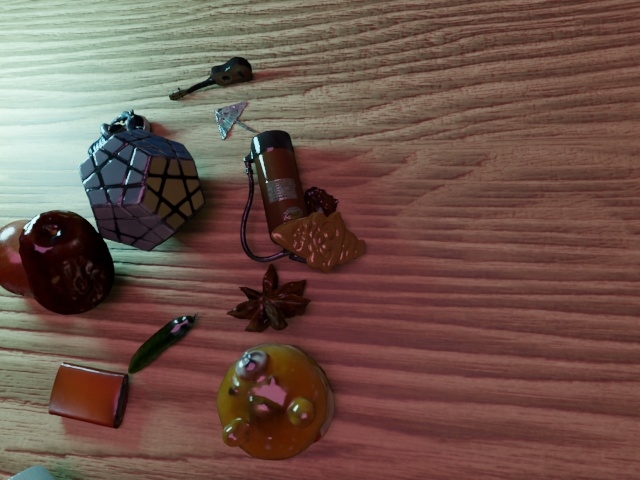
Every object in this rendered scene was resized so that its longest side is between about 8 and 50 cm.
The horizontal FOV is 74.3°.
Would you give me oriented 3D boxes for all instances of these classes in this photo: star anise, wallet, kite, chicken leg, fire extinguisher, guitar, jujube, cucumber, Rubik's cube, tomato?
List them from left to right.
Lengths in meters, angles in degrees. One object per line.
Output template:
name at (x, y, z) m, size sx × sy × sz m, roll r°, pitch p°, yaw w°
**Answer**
tomato at (-0.873, 0.045, 1.192) m, size 0.199 × 0.112 × 0.228 m, roll -50°, pitch 56°, yaw 12°
jujube at (-0.644, 0.057, 1.077) m, size 0.223 × 0.318 × 0.222 m, roll 8°, pitch 57°, yaw -13°
wallet at (-0.620, 0.415, 1.137) m, size 0.205 × 0.045 × 0.142 m, roll 6°, pitch 82°, yaw 11°
Rubik's cube at (-0.459, -0.132, 1.106) m, size 0.319 × 0.319 × 0.263 m, roll 30°, pitch 112°, yaw 14°
cucumber at (-0.422, 0.266, 1.131) m, size 0.250 × 0.056 × 0.056 m, roll -38°, pitch 75°, yaw 2°
guitar at (-0.333, -0.474, 1.259) m, size 0.272 × 0.084 × 0.038 m, roll -14°, pitch 73°, yaw 13°
kite at (-0.255, -0.355, 1.249) m, size 0.157 × 0.011 × 0.139 m, roll 31°, pitch 87°, yaw 14°
star anise at (-0.121, 0.160, 1.072) m, size 0.213 × 0.111 × 0.196 m, roll 1°, pitch 56°, yaw 40°
fire extinguisher at (-0.121, -0.091, 1.131) m, size 0.200 × 0.113 × 0.375 m, roll -23°, pitch 74°, yaw 29°
chicken leg at (0.022, -0.056, 1.125) m, size 0.093 × 0.053 × 0.204 m, roll -20°, pitch 81°, yaw -11°

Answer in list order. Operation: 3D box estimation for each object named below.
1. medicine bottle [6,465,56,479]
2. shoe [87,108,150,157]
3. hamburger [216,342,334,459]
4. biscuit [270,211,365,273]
medicine bottle at (-0.625, 0.740, 0.982) m, size 0.384 × 0.224 × 0.224 m, roll 39°, pitch 87°, yaw 15°
shoe at (-0.611, -0.311, 1.251) m, size 0.207 × 0.106 × 0.091 m, roll -36°, pitch 74°, yaw 7°
hamburger at (-0.112, 0.368, 0.966) m, size 0.277 × 0.237 × 0.275 m, roll -1°, pitch 78°, yaw 7°
biscuit at (0.000, 0.000, 1.047) m, size 0.251 × 0.035 × 0.162 m, roll 7°, pitch 73°, yaw -19°
